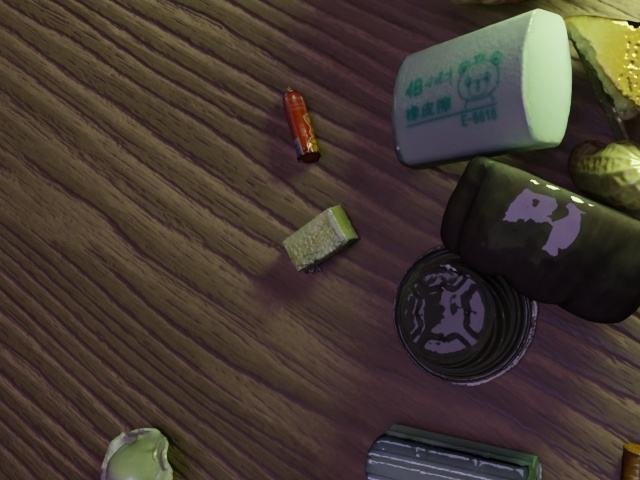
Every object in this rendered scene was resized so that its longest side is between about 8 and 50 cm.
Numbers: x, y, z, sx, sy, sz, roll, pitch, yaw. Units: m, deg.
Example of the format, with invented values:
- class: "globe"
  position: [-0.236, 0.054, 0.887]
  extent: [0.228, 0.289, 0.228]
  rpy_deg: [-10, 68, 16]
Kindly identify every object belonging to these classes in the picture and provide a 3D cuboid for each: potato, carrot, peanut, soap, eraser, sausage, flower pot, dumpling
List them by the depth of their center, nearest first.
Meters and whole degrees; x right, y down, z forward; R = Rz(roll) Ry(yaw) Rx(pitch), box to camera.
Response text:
- class: "peanut"
  position: [0.410, -0.099, 1.105]
  extent: [0.083, 0.194, 0.093]
  rpy_deg: [-14, 112, -7]
- class: "carrot"
  position: [0.457, 0.369, 1.133]
  extent: [0.048, 0.048, 0.139]
  rpy_deg: [6, 90, 24]
- class: "eraser"
  position: [0.232, -0.214, 1.168]
  extent: [0.290, 0.104, 0.189]
  rpy_deg: [-4, 80, 58]
- class: "flower pot"
  position: [0.208, 0.113, 1.211]
  extent: [0.235, 0.140, 0.235]
  rpy_deg: [-3, 83, 22]
- class: "soap"
  position: [0.205, 0.385, 1.221]
  extent: [0.261, 0.094, 0.150]
  rpy_deg: [8, 94, 23]
- class: "potato"
  position: [-0.002, 0.001, 1.354]
  extent: [0.122, 0.061, 0.086]
  rpy_deg: [-34, 76, 18]
- class: "sausage"
  position: [-0.037, -0.211, 1.395]
  extent: [0.048, 0.050, 0.145]
  rpy_deg: [-29, 70, 38]
- class: "dumpling"
  position: [-0.335, 0.414, 1.447]
  extent: [0.188, 0.108, 0.127]
  rpy_deg: [-13, 55, 36]

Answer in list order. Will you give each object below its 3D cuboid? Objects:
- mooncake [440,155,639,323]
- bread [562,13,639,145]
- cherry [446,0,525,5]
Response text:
- class: "mooncake"
  position: [0.326, -0.002, 1.096]
  extent: [0.306, 0.306, 0.154]
  rpy_deg: [30, 104, 23]
- class: "bread"
  position: [0.485, -0.254, 1.096]
  extent: [0.211, 0.184, 0.224]
  rpy_deg: [-28, 78, 18]
- class: "cherry"
  position: [0.291, -0.524, 1.147]
  extent: [0.335, 0.291, 0.326]
  rpy_deg: [-17, 97, 36]
